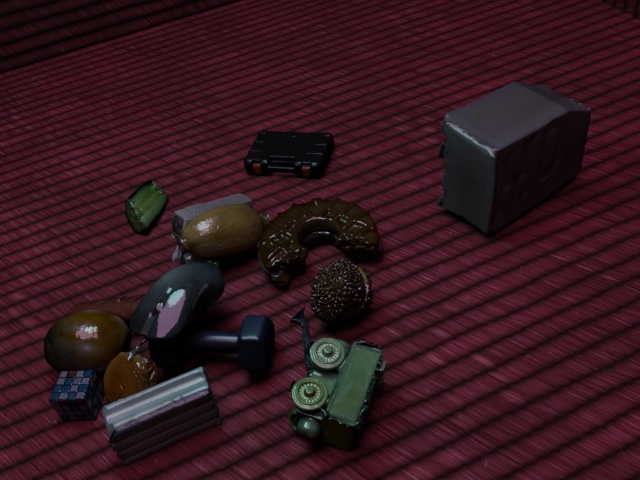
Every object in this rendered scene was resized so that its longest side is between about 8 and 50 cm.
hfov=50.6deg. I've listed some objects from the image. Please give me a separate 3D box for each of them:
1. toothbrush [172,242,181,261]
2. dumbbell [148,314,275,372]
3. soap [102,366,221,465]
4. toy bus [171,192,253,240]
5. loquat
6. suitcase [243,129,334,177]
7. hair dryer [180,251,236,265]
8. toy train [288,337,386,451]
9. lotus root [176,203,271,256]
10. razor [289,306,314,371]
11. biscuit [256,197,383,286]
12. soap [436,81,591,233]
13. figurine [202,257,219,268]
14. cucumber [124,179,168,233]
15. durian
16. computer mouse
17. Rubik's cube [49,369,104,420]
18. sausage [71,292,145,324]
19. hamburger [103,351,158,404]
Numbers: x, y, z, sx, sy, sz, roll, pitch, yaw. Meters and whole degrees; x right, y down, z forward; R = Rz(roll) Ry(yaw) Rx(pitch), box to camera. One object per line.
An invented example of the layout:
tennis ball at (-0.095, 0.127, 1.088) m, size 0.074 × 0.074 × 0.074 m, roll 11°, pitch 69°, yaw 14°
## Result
toothbrush at (-0.432, -0.016, 2.122) m, size 0.025 × 0.020 × 0.286 m, roll -30°, pitch 28°, yaw 15°
dumbbell at (-0.279, 0.264, 1.750) m, size 0.316 × 0.156 × 0.143 m, roll 0°, pitch 13°, yaw 10°
soap at (-0.370, 0.411, 1.604) m, size 0.261 × 0.150 × 0.094 m, roll -21°, pitch 47°, yaw -13°
toy bus at (-0.334, -0.069, 2.111) m, size 0.268 × 0.106 × 0.092 m, roll -20°, pitch 34°, yaw -37°
loquat at (-0.614, 0.271, 1.785) m, size 0.227 × 0.179 × 0.179 m, roll -1°, pitch 43°, yaw 4°
suitcase at (-0.109, -0.307, 2.381) m, size 0.285 × 0.066 × 0.206 m, roll 5°, pitch 45°, yaw 16°
hair dryer at (-0.348, 0.024, 2.101) m, size 0.167 × 0.067 × 0.199 m, roll -4°, pitch 28°, yaw -7°
toy train at (0.037, 0.354, 1.593) m, size 0.188 × 0.159 × 0.272 m, roll 16°, pitch 48°, yaw 12°
lotus root at (-0.274, -0.031, 2.003) m, size 0.303 × 0.146 × 0.131 m, roll -16°, pitch 3°, yaw -34°
razor at (-0.038, 0.266, 1.786) m, size 0.066 × 0.033 × 0.190 m, roll -46°, pitch 37°, yaw 28°
biscuit at (-0.012, -0.010, 2.013) m, size 0.366 × 0.115 × 0.268 m, roll -12°, pitch 43°, yaw -4°
soap at (0.573, -0.261, 2.004) m, size 0.435 × 0.350 × 0.213 m, roll -30°, pitch 46°, yaw -24°
figurine at (-0.357, 0.121, 1.958) m, size 0.115 × 0.095 × 0.156 m, roll -5°, pitch 58°, yaw 33°
cucumber at (-0.589, -0.113, 2.254) m, size 0.115 × 0.086 × 0.193 m, roll 39°, pitch 46°, yaw -13°
durian at (0.051, 0.146, 1.806) m, size 0.196 × 0.196 × 0.167 m, roll -35°, pitch 39°, yaw -25°
computer mouse at (-0.380, 0.160, 1.713) m, size 0.167 × 0.090 × 0.379 m, roll 8°, pitch 39°, yaw 22°
Rubik's cube at (-0.612, 0.391, 1.711) m, size 0.092 × 0.092 × 0.092 m, roll -3°, pitch 43°, yaw 8°
sausage at (-0.509, 0.190, 1.883) m, size 0.433 × 0.088 × 0.088 m, roll -9°, pitch 42°, yaw 17°
hamburger at (-0.478, 0.355, 1.697) m, size 0.138 × 0.083 × 0.147 m, roll 11°, pitch 87°, yaw 35°
